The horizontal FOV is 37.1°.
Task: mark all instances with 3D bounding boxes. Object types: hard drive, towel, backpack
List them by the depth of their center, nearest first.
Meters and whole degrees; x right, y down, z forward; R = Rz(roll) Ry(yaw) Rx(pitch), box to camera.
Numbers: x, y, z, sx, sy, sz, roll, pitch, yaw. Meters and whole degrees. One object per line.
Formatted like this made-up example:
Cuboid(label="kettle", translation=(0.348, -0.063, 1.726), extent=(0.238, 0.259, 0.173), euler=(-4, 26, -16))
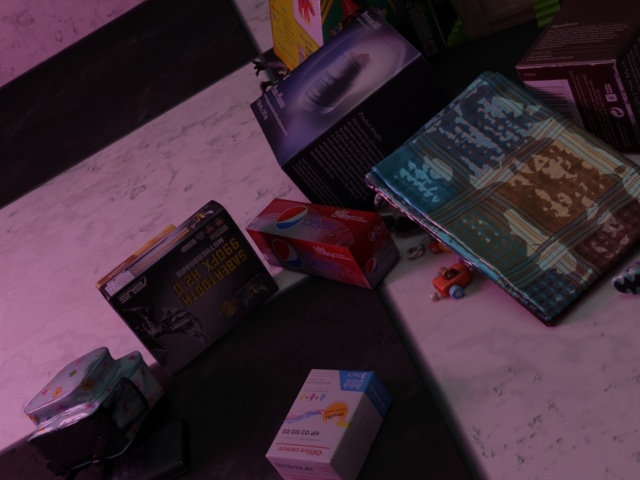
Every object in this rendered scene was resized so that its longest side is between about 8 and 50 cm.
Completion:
Cuboid(label="towel", translation=(0.274, -0.076, 1.331), extent=(0.271, 0.040, 0.370), euler=(-40, 54, -11))
Cuboid(label="hard drive", translation=(-0.251, 0.319, 1.372), extent=(0.135, 0.022, 0.094), euler=(-27, 31, 9))
Cuboid(label="backpack", translation=(-0.331, 0.242, 1.417), extent=(0.166, 0.144, 0.188), euler=(-29, 6, 28))

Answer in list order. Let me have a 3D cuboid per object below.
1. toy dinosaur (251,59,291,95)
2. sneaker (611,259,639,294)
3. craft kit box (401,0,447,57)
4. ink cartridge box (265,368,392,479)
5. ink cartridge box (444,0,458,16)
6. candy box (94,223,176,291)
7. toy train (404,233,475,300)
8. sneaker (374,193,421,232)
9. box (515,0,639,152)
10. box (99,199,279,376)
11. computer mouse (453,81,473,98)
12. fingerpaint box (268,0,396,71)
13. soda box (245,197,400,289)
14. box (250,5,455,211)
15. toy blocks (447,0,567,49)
Cuboid(label="toy dinosaur", translation=(-0.089, -0.386, 2.174), extent=(0.118, 0.064, 0.268), euler=(-16, 32, -5))
Cuboid(label="sneaker", translation=(0.409, 0.030, 1.195), extent=(0.098, 0.038, 0.069), euler=(-14, 33, 11))
Cuboid(label="craft kit box", translation=(0.187, -0.540, 1.972), extent=(0.061, 0.250, 0.246), euler=(-21, 34, 11))
Cuboid(label="ink cartridge box", translation=(0.005, 0.252, 1.207), extent=(0.104, 0.061, 0.181), euler=(-5, 41, 37))
Cuboid(label="ink cartridge box", translation=(0.273, -0.590, 2.000), extent=(0.093, 0.212, 0.154), euler=(-28, 32, 7))
Cuboid(label="candy box", translation=(-0.318, 0.057, 1.765), extent=(0.187, 0.053, 0.109), euler=(-38, 32, -12))
Cuboid(label="toy train", translation=(0.184, 0.015, 1.397), extent=(0.125, 0.046, 0.166), euler=(-33, 32, -3))
Cuboid(label="sneaker", translation=(0.212, -0.102, 1.491), extent=(0.275, 0.107, 0.110), euler=(-15, 22, 22))
Cuboid(label="box", translation=(0.434, -0.259, 1.445), extent=(0.167, 0.168, 0.203), euler=(6, 48, 45))
Cuboid(label="box", translation=(-0.206, 0.076, 1.518), extent=(0.231, 0.183, 0.056), euler=(-38, 31, -12))
Cuboid(label="computer mouse", translation=(0.330, -0.259, 1.638), extent=(0.184, 0.060, 0.262), euler=(-44, 34, -18))
Cuboid(label="fingerpaint box", translation=(0.014, -0.513, 1.944), extent=(0.163, 0.371, 0.445), euler=(-12, 28, -12))
Cuboid(label="soda box", translation=(0.000, 0.000, 1.532), extent=(0.263, 0.092, 0.083), euler=(11, 50, 48))
Cuboid(label="box", translation=(0.060, -0.221, 1.665), extent=(0.294, 0.183, 0.296), euler=(-38, 31, 6))
Cuboid(label="toy blocks", translation=(0.376, -0.556, 1.819), extent=(0.381, 0.261, 0.190), euler=(-16, 35, 25))
